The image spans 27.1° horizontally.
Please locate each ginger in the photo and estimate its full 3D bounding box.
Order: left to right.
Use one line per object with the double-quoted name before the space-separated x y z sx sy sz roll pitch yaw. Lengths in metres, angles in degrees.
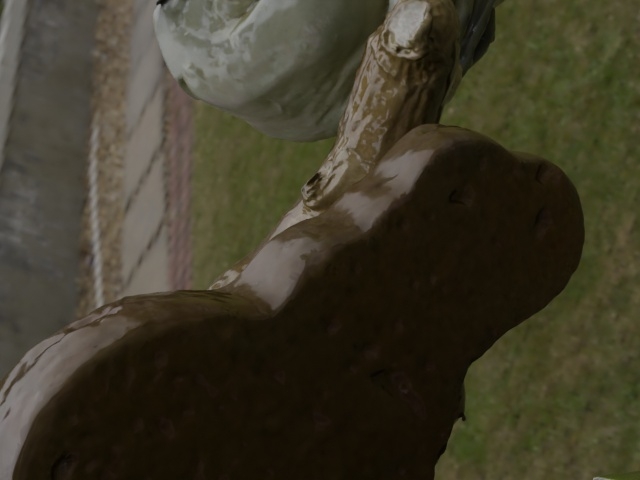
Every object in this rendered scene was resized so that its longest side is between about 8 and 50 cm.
"ginger" 0.000 0.000 0.705 0.086 0.131 0.295 45 123 38

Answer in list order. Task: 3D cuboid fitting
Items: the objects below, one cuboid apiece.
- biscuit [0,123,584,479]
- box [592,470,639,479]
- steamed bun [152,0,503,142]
"biscuit" -0.025 0.087 0.429 0.320 0.183 0.047 -54 34 -13
"box" 0.256 0.223 0.668 0.260 0.062 0.175 2 88 44
"steamed bun" 0.042 -0.202 1.061 0.320 0.206 0.275 -37 7 13
